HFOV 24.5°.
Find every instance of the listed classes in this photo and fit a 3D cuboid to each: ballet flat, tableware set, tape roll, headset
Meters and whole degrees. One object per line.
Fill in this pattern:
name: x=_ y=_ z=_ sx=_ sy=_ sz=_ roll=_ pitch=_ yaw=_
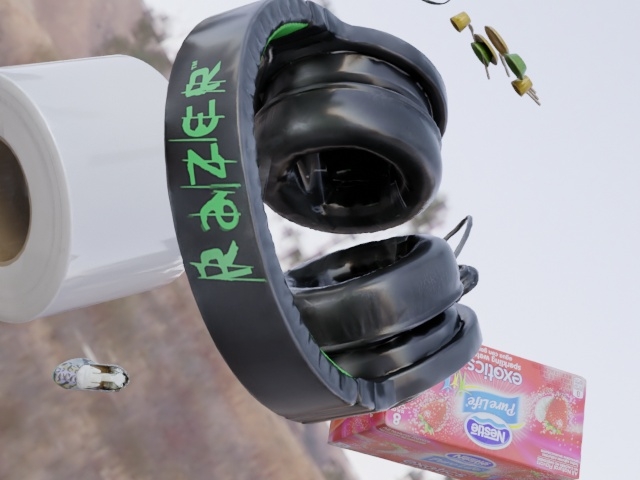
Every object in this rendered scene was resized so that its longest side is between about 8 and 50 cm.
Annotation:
ballet flat: x=-0.273 y=0.165 z=1.788 sx=0.114 sy=0.041 sz=0.041 roll=13 pitch=35 yaw=-55
tableware set: x=0.207 y=-0.225 z=1.782 sx=0.154 sy=0.024 sz=0.104 roll=52 pitch=-3 yaw=38
tape roll: x=-0.252 y=-0.053 z=1.442 sx=0.246 sy=0.169 sz=0.246 roll=13 pitch=-70 yaw=41
headset: x=0.000 y=0.000 z=0.929 sx=0.394 sy=0.185 sz=0.243 roll=21 pitch=59 yaw=-61

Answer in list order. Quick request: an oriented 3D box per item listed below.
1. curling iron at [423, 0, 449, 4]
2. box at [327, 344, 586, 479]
curling iron: x=0.198 y=-0.372 z=1.724 sx=0.068 sy=0.274 sz=0.035 roll=45 pitch=-14 yaw=4
box: x=0.151 y=0.186 z=1.613 sx=0.128 sy=0.256 sz=0.123 roll=-29 pitch=-132 yaw=56
